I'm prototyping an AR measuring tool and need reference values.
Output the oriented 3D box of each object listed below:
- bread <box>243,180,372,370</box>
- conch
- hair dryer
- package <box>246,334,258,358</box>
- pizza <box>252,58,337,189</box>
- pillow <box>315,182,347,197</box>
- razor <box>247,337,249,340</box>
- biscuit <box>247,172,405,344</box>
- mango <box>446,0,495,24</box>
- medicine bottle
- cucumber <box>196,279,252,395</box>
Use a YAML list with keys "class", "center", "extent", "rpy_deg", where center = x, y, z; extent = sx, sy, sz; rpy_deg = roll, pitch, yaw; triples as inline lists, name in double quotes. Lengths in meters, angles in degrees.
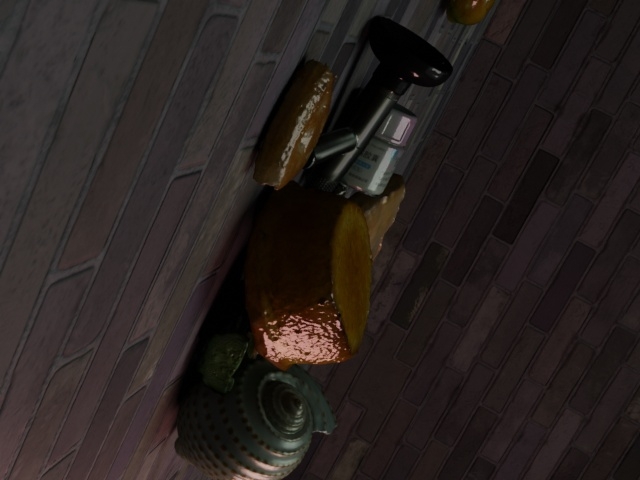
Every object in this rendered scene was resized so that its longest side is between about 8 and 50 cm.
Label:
- class: "bread"
  center: [-0.016, 0.057, 1.487]
  extent: [0.312, 0.172, 0.312]
  rpy_deg: [2, 90, -76]
- class: "conch"
  center: [-0.138, 0.304, 1.670]
  extent: [0.303, 0.319, 0.215]
  rpy_deg: [-27, 111, -51]
- class: "hair dryer"
  center: [0.071, -0.194, 1.520]
  extent: [0.320, 0.156, 0.284]
  rpy_deg: [-55, -175, 16]
- class: "package"
  center: [-0.089, 0.151, 1.631]
  extent: [0.108, 0.031, 0.121]
  rpy_deg: [-67, 169, 10]
- class: "pizza"
  center: [-0.028, -0.168, 1.294]
  extent: [0.161, 0.062, 0.182]
  rpy_deg: [-25, 138, -66]
- class: "pillow"
  center: [0.007, -0.078, 1.796]
  extent: [0.093, 0.051, 0.241]
  rpy_deg: [-42, -175, 1]
- class: "razor"
  center: [-0.075, 0.042, 1.670]
  extent: [0.324, 0.056, 0.093]
  rpy_deg: [-54, -164, 7]
- class: "biscuit"
  center: [-0.026, 0.098, 1.933]
  extent: [0.446, 0.104, 0.429]
  rpy_deg: [-37, 159, -36]
- class: "mango"
  center: [0.349, -0.565, 2.167]
  extent: [0.125, 0.111, 0.233]
  rpy_deg: [-45, -179, -15]
- class: "medicine bottle"
  center: [0.093, -0.184, 1.734]
  extent: [0.168, 0.135, 0.135]
  rpy_deg: [-63, 172, 15]
- class: "cucumber"
  center: [-0.148, 0.148, 1.553]
  extent: [0.115, 0.086, 0.193]
  rpy_deg: [112, 4, -48]
